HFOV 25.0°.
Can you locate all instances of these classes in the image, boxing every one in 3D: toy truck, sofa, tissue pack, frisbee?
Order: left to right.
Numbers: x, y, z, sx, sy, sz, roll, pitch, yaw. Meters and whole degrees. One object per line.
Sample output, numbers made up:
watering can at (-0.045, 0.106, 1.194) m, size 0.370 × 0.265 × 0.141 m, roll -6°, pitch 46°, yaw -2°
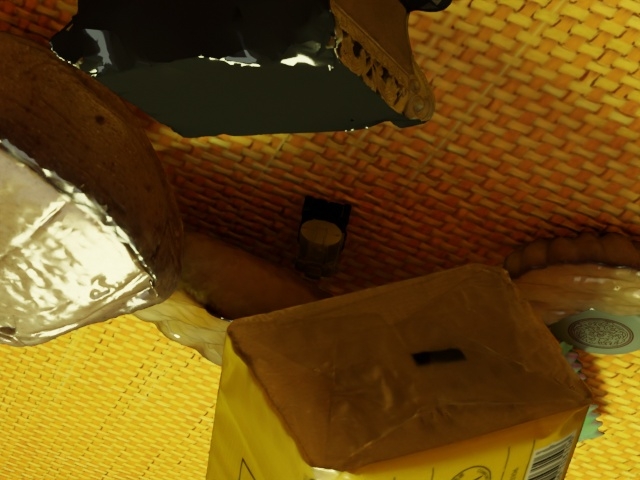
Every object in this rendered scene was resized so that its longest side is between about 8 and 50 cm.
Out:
sofa at (-0.045, -0.190, 1.051) m, size 0.258 × 0.182 × 0.200 m, roll -1°, pitch 164°, yaw 24°
toy truck at (0.000, 0.000, 1.411) m, size 0.049 × 0.054 × 0.083 m, roll 13°, pitch 150°, yaw 1°
tissue pack at (0.052, 0.241, 1.342) m, size 0.293 × 0.228 × 0.382 m, roll -12°, pitch 132°, yaw -26°
frisbee at (0.288, 0.090, 1.483) m, size 0.110 × 0.014 × 0.110 m, roll 10°, pitch 149°, yaw 6°

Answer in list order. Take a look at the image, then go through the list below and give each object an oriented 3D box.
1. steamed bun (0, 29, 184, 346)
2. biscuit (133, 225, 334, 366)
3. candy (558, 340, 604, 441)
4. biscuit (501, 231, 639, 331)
steamed bun at (-0.273, -0.060, 1.292) m, size 0.251 × 0.199 × 0.301 m, roll -25°, pitch 128°, yaw 26°
biscuit at (-0.088, 0.066, 1.469) m, size 0.296 × 0.102 × 0.296 m, roll 24°, pitch 165°, yaw 7°
candy at (0.110, 0.217, 1.600) m, size 0.398 × 0.172 × 0.263 m, roll -14°, pitch 158°, yaw 15°
biscuit at (0.244, 0.030, 1.358) m, size 0.183 × 0.061 × 0.118 m, roll -9°, pitch 141°, yaw 30°
